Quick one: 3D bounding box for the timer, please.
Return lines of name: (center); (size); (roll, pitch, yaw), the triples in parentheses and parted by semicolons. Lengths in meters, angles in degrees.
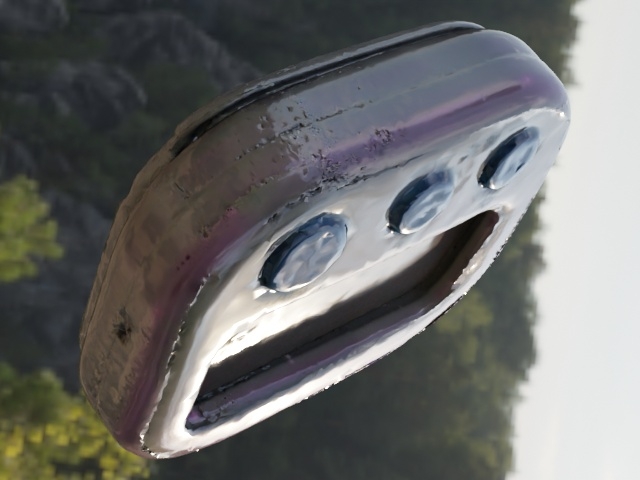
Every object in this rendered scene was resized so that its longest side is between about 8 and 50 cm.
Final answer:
timer: (0.000, 0.000, 0.574); (0.208, 0.069, 0.190); (-24, 154, -34)
